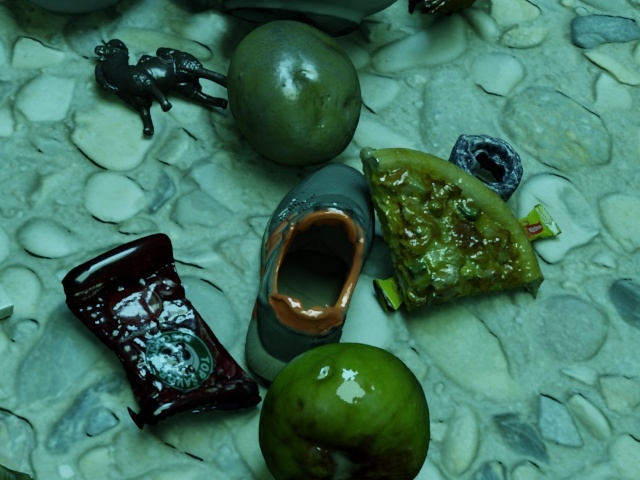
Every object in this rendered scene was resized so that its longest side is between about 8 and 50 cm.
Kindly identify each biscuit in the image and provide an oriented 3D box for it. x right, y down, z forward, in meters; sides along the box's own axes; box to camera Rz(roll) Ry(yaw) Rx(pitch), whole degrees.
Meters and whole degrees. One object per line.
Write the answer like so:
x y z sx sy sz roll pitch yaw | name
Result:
-0.180 0.107 1.725 0.151 0.063 0.235 -21 61 -30 | biscuit
0.184 0.021 1.938 0.292 0.026 0.048 -23 79 -32 | biscuit

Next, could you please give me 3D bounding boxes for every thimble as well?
0.211 -0.082 2.009 0.095 0.066 0.104 -4 54 -18 | thimble

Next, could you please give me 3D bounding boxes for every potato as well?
-0.031 -0.189 1.965 0.160 0.177 0.235 -9 24 19 | potato

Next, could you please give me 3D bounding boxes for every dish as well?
-0.033 -0.337 2.056 0.324 0.324 0.124 5 91 -13 | dish

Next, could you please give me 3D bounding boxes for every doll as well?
-0.216 -0.211 2.001 0.139 0.057 0.165 -26 57 -30 | doll

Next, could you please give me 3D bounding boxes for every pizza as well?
0.151 -0.003 1.875 0.292 0.058 0.197 39 60 -13 | pizza

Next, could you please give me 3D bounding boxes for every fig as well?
0.032 0.188 1.645 0.181 0.181 0.191 31 27 11 | fig

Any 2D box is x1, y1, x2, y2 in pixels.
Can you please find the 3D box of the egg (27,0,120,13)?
-0.309 -0.389 2.043 0.232 0.176 0.176 -16 56 -33 | egg

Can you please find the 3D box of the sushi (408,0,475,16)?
0.178 -0.390 2.220 0.140 0.149 0.287 -17 48 14 | sushi

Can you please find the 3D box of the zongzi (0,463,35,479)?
-0.278 0.311 1.430 0.094 0.204 0.204 -14 54 3 | zongzi

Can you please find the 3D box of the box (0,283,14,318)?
-0.432 0.071 1.707 0.167 0.024 0.090 -21 59 -32 | box

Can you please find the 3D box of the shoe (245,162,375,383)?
0.000 0.000 1.801 0.132 0.171 0.336 17 48 -1 | shoe
